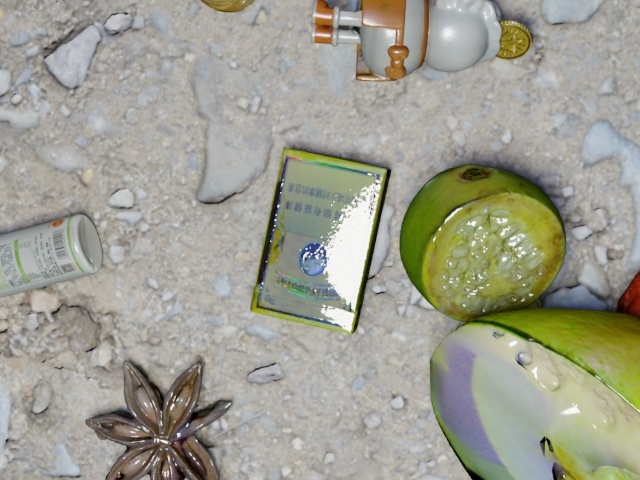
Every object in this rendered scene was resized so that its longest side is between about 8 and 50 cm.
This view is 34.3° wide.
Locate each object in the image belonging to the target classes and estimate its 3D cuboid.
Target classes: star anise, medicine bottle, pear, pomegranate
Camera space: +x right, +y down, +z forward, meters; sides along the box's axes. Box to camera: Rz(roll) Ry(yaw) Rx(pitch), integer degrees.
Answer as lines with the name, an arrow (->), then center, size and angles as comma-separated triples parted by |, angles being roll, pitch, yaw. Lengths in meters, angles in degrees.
star anise -> -0.220, 0.261, 1.387 | 0.197, 0.073, 0.212 | 6, 90, 5
medicine bottle -> -0.394, 0.025, 1.400 | 0.183, 0.086, 0.086 | -13, 90, 9
pear -> 0.327, 0.212, 1.193 | 0.165, 0.399, 0.399 | -37, 85, -27
pomegranate -> 0.209, 0.004, 1.277 | 0.241, 0.159, 0.190 | 30, 106, -21

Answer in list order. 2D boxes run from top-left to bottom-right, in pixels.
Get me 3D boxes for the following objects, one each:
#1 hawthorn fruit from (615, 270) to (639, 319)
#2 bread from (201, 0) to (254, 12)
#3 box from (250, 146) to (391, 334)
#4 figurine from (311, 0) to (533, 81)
hawthorn fruit -> 0.447, 0.096, 1.228 | 0.179, 0.173, 0.173 | 40, 98, 28
bread -> -0.165, -0.398, 1.321 | 0.106, 0.140, 0.236 | -39, 83, 12
box -> 0.000, 0.000, 1.348 | 0.141, 0.064, 0.220 | 13, 95, 8
figurine -> 0.122, -0.256, 1.283 | 0.271, 0.143, 0.143 | 18, 95, 9
